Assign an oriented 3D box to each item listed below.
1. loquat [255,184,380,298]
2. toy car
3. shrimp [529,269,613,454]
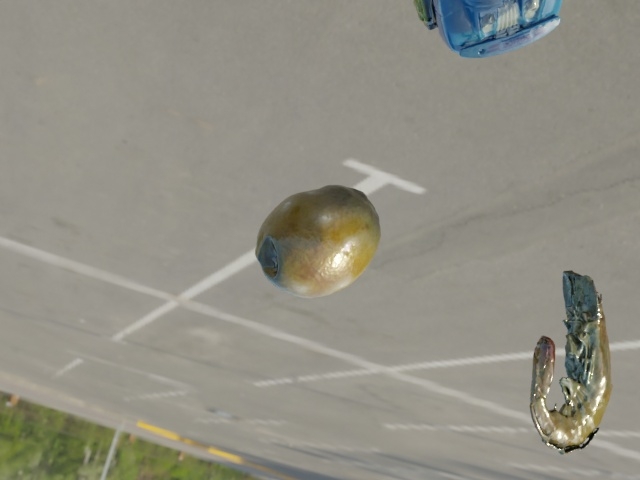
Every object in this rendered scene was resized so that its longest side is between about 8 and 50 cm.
[{"bbox_3d":[0.000,0.000,1.519,0.227,0.179,0.179,-22,-169,-37],"label":"loquat"},{"bbox_3d":[0.213,-0.376,1.154,0.198,0.166,0.314,-19,135,-2],"label":"toy car"},{"bbox_3d":[0.336,0.173,1.260,0.173,0.253,0.058,-19,-164,-35],"label":"shrimp"}]
